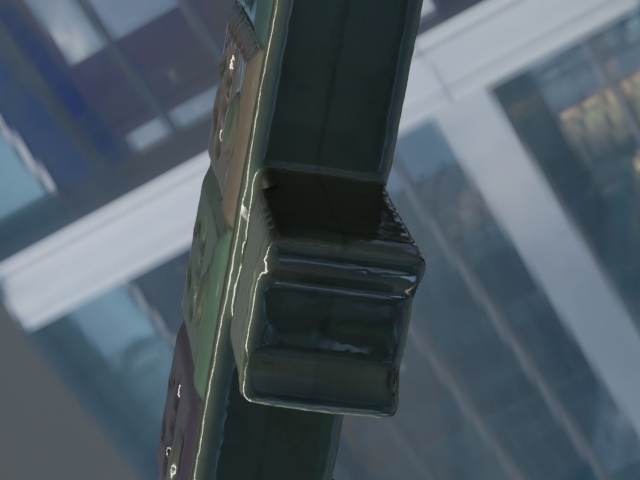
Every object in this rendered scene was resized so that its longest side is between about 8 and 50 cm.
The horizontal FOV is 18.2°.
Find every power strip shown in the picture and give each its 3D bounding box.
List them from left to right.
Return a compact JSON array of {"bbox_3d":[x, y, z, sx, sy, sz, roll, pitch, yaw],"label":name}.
[{"bbox_3d":[0.000,0.000,0.522,0.145,0.061,0.215,-108,26,-70],"label":"power strip"}]
